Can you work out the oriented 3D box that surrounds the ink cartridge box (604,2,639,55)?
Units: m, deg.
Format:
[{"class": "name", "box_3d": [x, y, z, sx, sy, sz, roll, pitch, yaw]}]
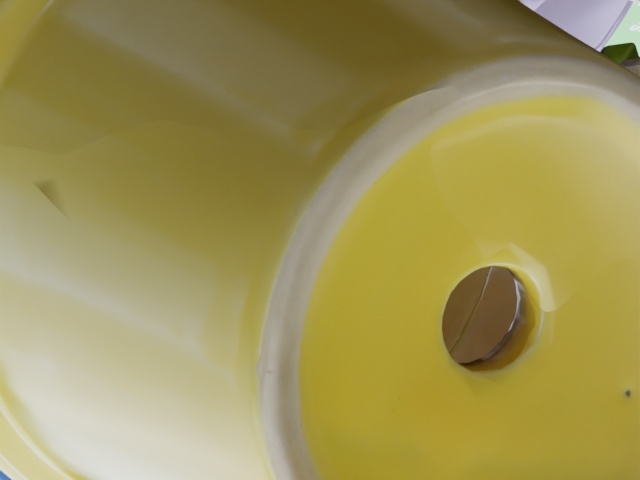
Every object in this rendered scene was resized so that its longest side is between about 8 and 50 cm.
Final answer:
[{"class": "ink cartridge box", "box_3d": [0.127, -0.258, 1.300, 0.273, 0.198, 0.115, 8, 161, -15]}]

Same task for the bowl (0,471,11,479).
[{"class": "bowl", "box_3d": [-0.265, 0.093, 0.942, 0.391, 0.391, 0.077, 4, -127, 51]}]

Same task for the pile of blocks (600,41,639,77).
[{"class": "pile of blocks", "box_3d": [0.247, -0.034, 1.108, 0.362, 0.149, 0.112, 15, -140, 15]}]

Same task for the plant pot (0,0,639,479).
[{"class": "plant pot", "box_3d": [0.000, 0.000, 0.611, 0.254, 0.254, 0.239, -23, -158, -22]}]

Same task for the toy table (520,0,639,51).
[{"class": "toy table", "box_3d": [0.074, -0.164, 0.856, 0.252, 0.274, 0.161, 5, -159, 9]}]
